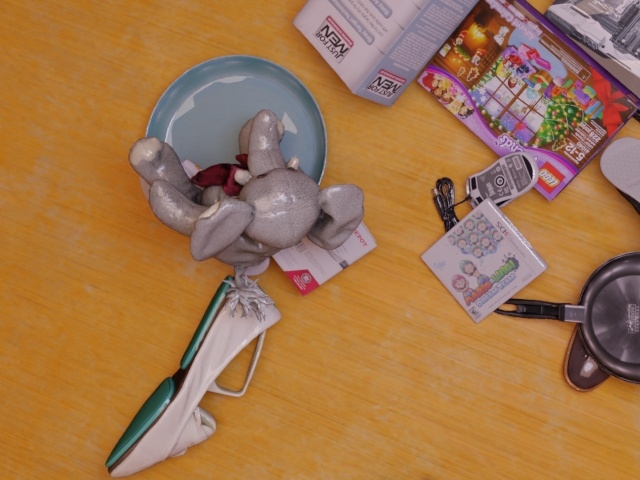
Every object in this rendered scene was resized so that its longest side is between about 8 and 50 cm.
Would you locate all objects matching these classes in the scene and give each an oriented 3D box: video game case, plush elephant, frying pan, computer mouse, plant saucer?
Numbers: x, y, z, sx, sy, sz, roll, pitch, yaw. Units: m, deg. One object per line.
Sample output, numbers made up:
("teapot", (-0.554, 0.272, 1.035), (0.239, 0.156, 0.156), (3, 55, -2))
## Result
("video game case", (0.256, 0.033, 1.545), (0.143, 0.019, 0.157), (50, 123, 6))
("plush elephant", (-0.094, -0.066, 1.423), (0.271, 0.255, 0.330), (-8, 74, -32))
("frying pan", (0.418, 0.088, 1.463), (0.326, 0.053, 0.197), (28, 105, 29))
("computer mouse", (0.268, -0.078, 1.549), (0.193, 0.042, 0.106), (-26, 76, 35))
("plant saucer", (-0.142, -0.152, 1.651), (0.317, 0.043, 0.318), (-1, 86, 9))

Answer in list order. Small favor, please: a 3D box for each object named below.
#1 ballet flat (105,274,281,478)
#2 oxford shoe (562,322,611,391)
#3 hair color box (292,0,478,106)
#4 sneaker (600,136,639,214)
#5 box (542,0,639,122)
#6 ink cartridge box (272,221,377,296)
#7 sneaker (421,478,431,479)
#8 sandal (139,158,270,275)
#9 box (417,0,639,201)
("ballet flat", (-0.198, 0.247, 1.604), (0.139, 0.139, 0.400), (34, 92, 10))
("oxford shoe", (0.464, 0.116, 1.499), (0.096, 0.098, 0.271), (34, 93, 9))
("hair color box", (0.144, -0.413, 1.504), (0.374, 0.113, 0.185), (-49, 59, 21))
("sneaker", (0.541, -0.031, 1.430), (0.104, 0.146, 0.296), (-48, 44, 17))
("box", (0.525, -0.371, 1.529), (0.242, 0.076, 0.307), (42, 95, 10))
("ink cartridge box", (0.000, 0.000, 1.588), (0.150, 0.063, 0.109), (-35, 108, 5))
("sneaker", (0.218, 0.425, 1.550), (0.070, 0.051, 0.134), (-34, 85, 5))
("sandal", (-0.182, -0.050, 1.596), (0.265, 0.076, 0.102), (44, 125, -7))
("box", (0.323, -0.233, 1.529), (0.293, 0.057, 0.201), (43, 120, 10))
